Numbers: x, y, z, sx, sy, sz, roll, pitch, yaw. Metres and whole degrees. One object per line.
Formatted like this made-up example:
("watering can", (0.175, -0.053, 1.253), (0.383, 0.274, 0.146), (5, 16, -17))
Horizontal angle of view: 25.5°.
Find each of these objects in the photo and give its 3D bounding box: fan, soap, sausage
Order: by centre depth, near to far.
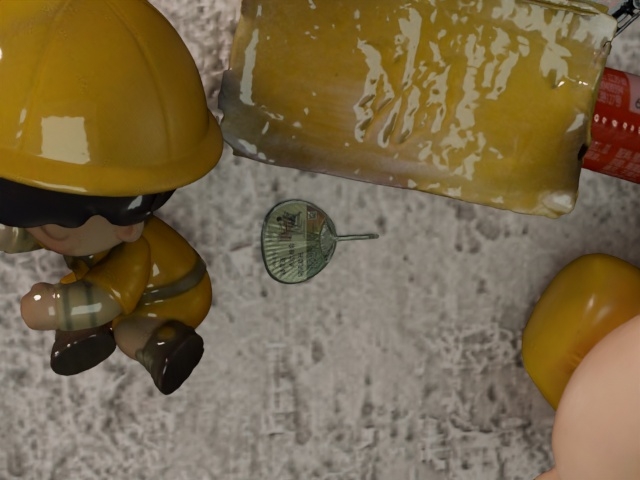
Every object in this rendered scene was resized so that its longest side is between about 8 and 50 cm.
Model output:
("soap", (0.056, -0.102, 0.880), (0.233, 0.076, 0.135), (13, 106, 7))
("sausage", (0.212, -0.075, 0.963), (0.274, 0.074, 0.074), (14, 105, -17))
("fan", (-0.007, -0.006, 0.976), (0.080, 0.003, 0.060), (-31, 113, -1))

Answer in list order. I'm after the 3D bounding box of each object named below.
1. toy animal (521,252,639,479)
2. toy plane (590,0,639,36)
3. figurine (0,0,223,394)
("toy animal", (0.299, 0.112, 0.897), (0.345, 0.247, 0.277), (-36, 101, 31))
("toy plane", (0.201, -0.183, 0.945), (0.145, 0.037, 0.060), (-43, 101, 8))
("figurine", (-0.140, -0.042, 0.853), (0.167, 0.192, 0.257), (-41, 139, -24))
